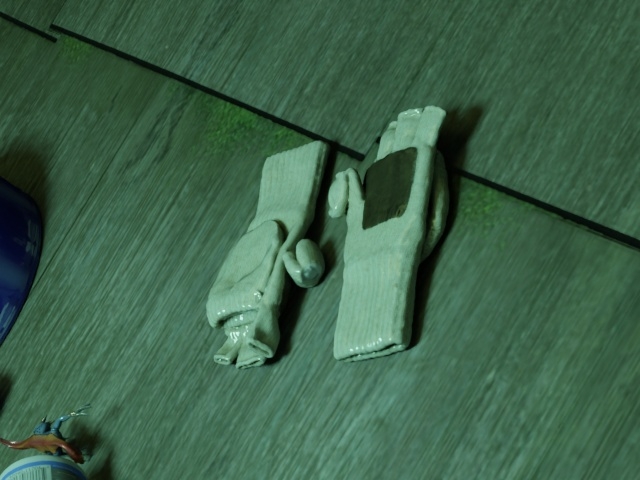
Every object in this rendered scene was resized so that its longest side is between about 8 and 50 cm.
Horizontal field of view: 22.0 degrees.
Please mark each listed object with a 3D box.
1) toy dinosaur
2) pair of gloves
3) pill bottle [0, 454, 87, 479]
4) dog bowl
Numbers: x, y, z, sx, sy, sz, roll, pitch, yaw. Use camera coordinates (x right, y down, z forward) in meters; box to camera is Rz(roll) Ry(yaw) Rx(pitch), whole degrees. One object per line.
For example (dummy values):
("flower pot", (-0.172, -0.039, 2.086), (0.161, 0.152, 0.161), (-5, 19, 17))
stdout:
("toy dinosaur", (-0.227, 0.177, 1.400), (0.090, 0.047, 0.082), (-25, 7, -3))
("pair of gloves", (0.000, 0.000, 1.276), (0.240, 0.042, 0.204), (-9, 57, 49))
("pill bottle", (-0.221, 0.247, 1.322), (0.078, 0.078, 0.137), (-41, 37, 22))
("dog bowl", (-0.410, 0.039, 1.705), (0.265, 0.104, 0.265), (-31, 42, 33))
